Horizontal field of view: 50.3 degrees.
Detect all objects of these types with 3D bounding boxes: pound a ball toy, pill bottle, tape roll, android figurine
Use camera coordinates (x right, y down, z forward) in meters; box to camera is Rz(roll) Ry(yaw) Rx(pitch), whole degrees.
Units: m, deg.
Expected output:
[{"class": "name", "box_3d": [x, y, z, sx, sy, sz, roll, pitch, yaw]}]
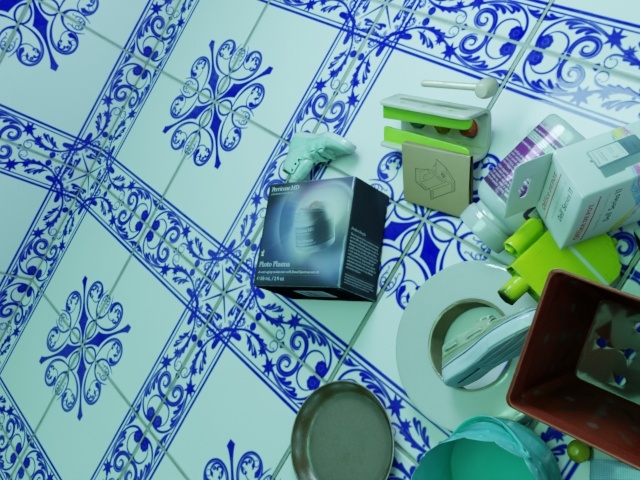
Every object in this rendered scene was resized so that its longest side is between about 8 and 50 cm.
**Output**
[{"class": "pound a ball toy", "box_3d": [0.306, -0.318, 1.694, 0.319, 0.135, 0.208, 20, 123, 40]}, {"class": "pill bottle", "box_3d": [0.459, -0.117, 1.507, 0.301, 0.169, 0.169, -46, 53, 16]}, {"class": "tape roll", "box_3d": [0.351, 0.238, 1.535, 0.391, 0.072, 0.393, -14, 67, 35]}, {"class": "android figurine", "box_3d": [0.502, 0.061, 1.412, 0.273, 0.056, 0.248, -43, 84, -12]}]

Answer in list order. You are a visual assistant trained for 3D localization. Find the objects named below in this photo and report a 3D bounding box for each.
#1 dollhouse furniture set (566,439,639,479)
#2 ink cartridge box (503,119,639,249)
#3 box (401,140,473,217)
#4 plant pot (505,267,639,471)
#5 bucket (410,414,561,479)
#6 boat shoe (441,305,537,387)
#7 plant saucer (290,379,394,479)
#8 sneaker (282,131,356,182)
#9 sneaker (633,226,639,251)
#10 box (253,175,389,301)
[{"class": "dollhouse furniture set", "box_3d": [0.571, 0.500, 1.193, 0.303, 0.198, 0.287, -3, 73, 38]}, {"class": "ink cartridge box", "box_3d": [0.548, -0.106, 1.315, 0.353, 0.207, 0.119, -20, 61, -3]}, {"class": "box", "box_3d": [0.287, -0.152, 1.685, 0.201, 0.021, 0.165, 21, 128, 41]}, {"class": "plant pot", "box_3d": [0.536, 0.217, 1.238, 0.267, 0.235, 0.267, 22, 101, 34]}, {"class": "bucket", "box_3d": [0.334, 0.491, 1.347, 0.281, 0.183, 0.282, 2, 95, 31]}, {"class": "boat shoe", "box_3d": [0.342, 0.203, 1.397, 0.302, 0.109, 0.094, -46, 44, 42]}, {"class": "plant saucer", "box_3d": [0.059, 0.505, 1.686, 0.310, 0.050, 0.311, -14, 66, 34]}, {"class": "sneaker", "box_3d": [-0.007, -0.228, 1.953, 0.255, 0.094, 0.151, 11, 76, 49]}, {"class": "sneaker", "box_3d": [0.709, 0.060, 1.285, 0.123, 0.106, 0.290, -28, 40, 9]}, {"class": "box", "box_3d": [0.000, 0.000, 1.818, 0.296, 0.182, 0.294, -2, 72, 37]}]
